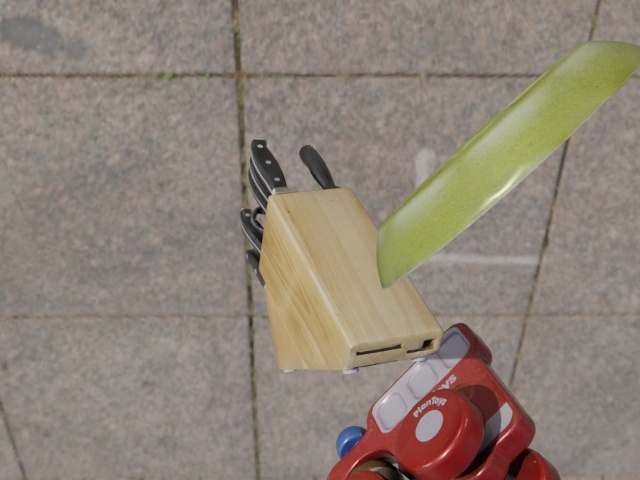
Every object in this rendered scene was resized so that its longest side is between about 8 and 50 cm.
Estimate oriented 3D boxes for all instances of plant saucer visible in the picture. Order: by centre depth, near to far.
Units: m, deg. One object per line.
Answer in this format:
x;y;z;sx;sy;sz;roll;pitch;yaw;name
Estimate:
0.120;-0.060;0.644;0.037;0.241;0.241;48;122;1;plant saucer

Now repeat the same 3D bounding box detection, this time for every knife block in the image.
0.000;0.000;0.877;0.088;0.242;0.276;-8;176;-21;knife block

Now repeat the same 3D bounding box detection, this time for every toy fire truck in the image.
0.112;0.261;1.075;0.169;0.254;0.302;39;100;-23;toy fire truck
